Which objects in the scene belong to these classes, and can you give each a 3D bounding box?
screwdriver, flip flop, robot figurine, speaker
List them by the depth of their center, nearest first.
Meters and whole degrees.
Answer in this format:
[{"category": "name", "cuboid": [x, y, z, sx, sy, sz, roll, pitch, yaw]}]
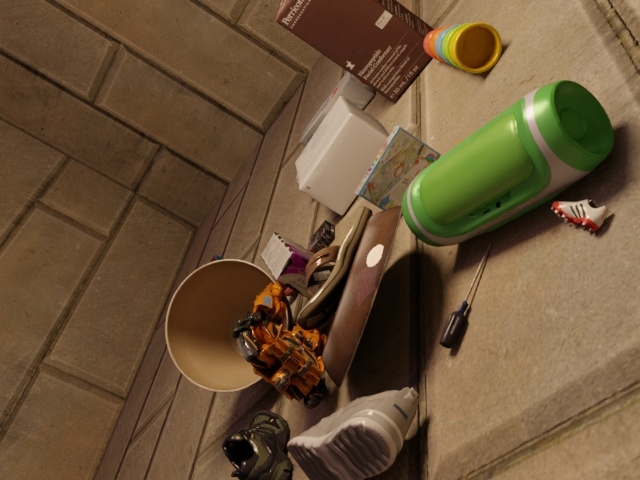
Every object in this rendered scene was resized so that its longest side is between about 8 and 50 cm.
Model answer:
[{"category": "speaker", "cuboid": [0.242, -0.092, 0.860, 0.296, 0.131, 0.131, -36, 29, 53]}, {"category": "screwdriver", "cuboid": [0.209, 0.074, 0.869, 0.025, 0.024, 0.170, 17, 68, 43]}, {"category": "robot figurine", "cuboid": [-0.060, 0.183, 1.154, 0.085, 0.211, 0.291, -48, 13, 11]}, {"category": "flip flop", "cuboid": [0.020, 0.045, 1.170, 0.112, 0.080, 0.277, 85, -152, -61]}]

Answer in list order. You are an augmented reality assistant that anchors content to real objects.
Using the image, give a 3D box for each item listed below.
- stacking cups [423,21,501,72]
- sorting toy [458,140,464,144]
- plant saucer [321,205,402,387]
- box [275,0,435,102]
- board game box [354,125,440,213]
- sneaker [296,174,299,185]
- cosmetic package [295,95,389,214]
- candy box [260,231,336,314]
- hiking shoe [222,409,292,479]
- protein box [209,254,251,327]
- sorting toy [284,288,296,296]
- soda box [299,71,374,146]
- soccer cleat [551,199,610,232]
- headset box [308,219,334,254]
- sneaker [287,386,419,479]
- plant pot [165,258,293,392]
[{"category": "stacking cups", "cuboid": [0.295, -0.417, 1.345, 0.096, 0.096, 0.316, -56, 12, 14]}, {"category": "sorting toy", "cuboid": [0.249, -0.125, 1.059, 0.083, 0.044, 0.075, -108, 31, -68]}, {"category": "plant saucer", "cuboid": [0.061, 0.084, 1.023, 0.310, 0.050, 0.311, 18, -90, -86]}, {"category": "box", "cuboid": [0.097, -0.546, 1.591, 0.191, 0.381, 0.143, -48, 21, 33]}, {"category": "board game box", "cuboid": [0.150, -0.132, 1.226, 0.154, 0.103, 0.026, -58, 17, 5]}, {"category": "sneaker", "cuboid": [0.011, -0.255, 1.867, 0.252, 0.103, 0.111, -56, 12, -8]}, {"category": "cosmetic package", "cuboid": [0.054, -0.220, 1.593, 0.224, 0.138, 0.225, -54, 16, 18]}, {"category": "candy box", "cuboid": [-0.031, 0.066, 1.325, 0.071, 0.159, 0.233, -58, 16, 3]}, {"category": "hiking shoe", "cuboid": [-0.120, 0.369, 1.150, 0.086, 0.114, 0.227, -57, 17, 6]}, {"category": "protein box", "cuboid": [-0.217, 0.158, 1.635, 0.136, 0.199, 0.201, -59, 17, 3]}, {"category": "sorting toy", "cuboid": [-0.058, 0.101, 1.565, 0.102, 0.042, 0.061, -43, 36, 14]}, {"category": "soda box", "cuboid": [0.053, -0.401, 1.969, 0.286, 0.098, 0.091, -47, 20, 36]}, {"category": "soccer cleat", "cuboid": [0.308, -0.035, 0.744, 0.036, 0.029, 0.083, -49, 21, 5]}, {"category": "headset box", "cuboid": [0.000, 0.000, 1.565, 0.083, 0.032, 0.062, -50, 20, 27]}, {"category": "sneaker", "cuboid": [0.050, 0.285, 0.888, 0.115, 0.105, 0.281, -35, -4, -38]}, {"category": "plant pot", "cuboid": [-0.181, 0.199, 1.426, 0.284, 0.284, 0.191, -61, -18, -4]}]
